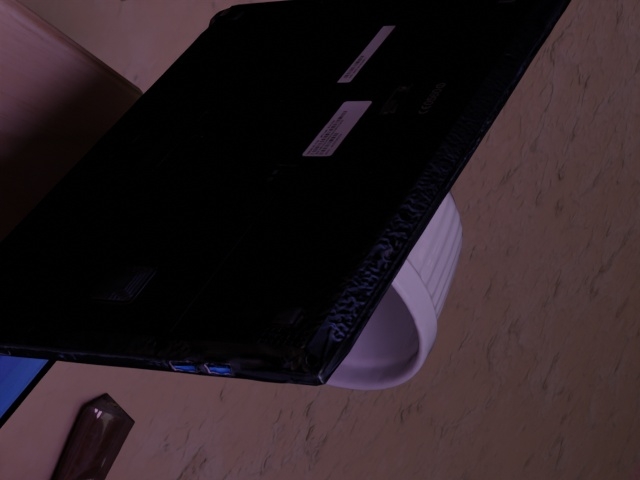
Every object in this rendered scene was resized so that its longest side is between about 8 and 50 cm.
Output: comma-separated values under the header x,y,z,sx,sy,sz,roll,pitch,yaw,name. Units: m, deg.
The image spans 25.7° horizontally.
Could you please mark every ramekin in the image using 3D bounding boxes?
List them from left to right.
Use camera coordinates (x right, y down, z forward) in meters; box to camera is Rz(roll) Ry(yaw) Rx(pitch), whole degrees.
x,y,z,sx,sy,sz,roll,pitch,yaw,name
0.000,0.000,0.976,0.109,0.207,0.207,-59,154,-32,ramekin

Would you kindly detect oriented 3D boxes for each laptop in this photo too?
x,y,z,sx,sy,sz,roll,pitch,yaw,name
-0.042,0.013,0.579,0.234,0.264,0.136,-55,136,-41,laptop

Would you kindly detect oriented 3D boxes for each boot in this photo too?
x,y,z,sx,sy,sz,roll,pitch,yaw,name
-0.157,0.170,1.017,0.114,0.037,0.106,-67,156,-6,boot

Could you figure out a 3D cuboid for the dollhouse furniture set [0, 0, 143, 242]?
x,y,z,sx,sy,sz,roll,pitch,yaw,name
-0.171,-0.061,0.526,0.362,0.256,0.394,-59,153,-2,dollhouse furniture set
